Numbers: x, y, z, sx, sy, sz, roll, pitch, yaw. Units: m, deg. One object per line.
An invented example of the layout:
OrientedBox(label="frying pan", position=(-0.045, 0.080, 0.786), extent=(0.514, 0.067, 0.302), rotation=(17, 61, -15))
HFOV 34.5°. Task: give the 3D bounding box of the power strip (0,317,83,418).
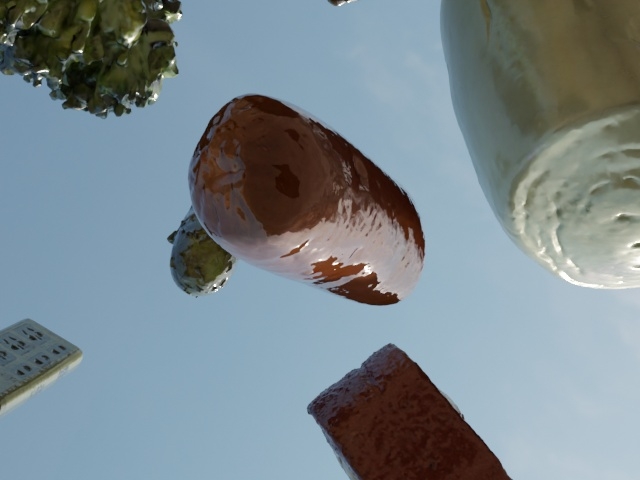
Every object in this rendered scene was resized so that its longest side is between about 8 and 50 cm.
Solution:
OrientedBox(label="power strip", position=(-0.355, 0.145, 1.147), extent=(0.092, 0.034, 0.268), rotation=(31, -168, 5))

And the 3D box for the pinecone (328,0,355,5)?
OrientedBox(label="pinecone", position=(0.019, -0.264, 0.766), extent=(0.179, 0.204, 0.184), rotation=(63, -157, -9))

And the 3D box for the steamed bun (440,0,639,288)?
OrientedBox(label="steamed bun", position=(0.315, -0.137, 1.189), extent=(0.456, 0.290, 0.371), rotation=(29, -135, -46))

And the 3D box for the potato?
OrientedBox(label="potato", position=(-0.153, 0.003, 1.364), extent=(0.090, 0.117, 0.225), rotation=(29, -166, -13))

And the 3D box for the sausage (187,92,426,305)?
OrientedBox(label="sausage", position=(-0.006, -0.024, 0.723), extent=(0.259, 0.113, 0.114), rotation=(27, -130, -62))

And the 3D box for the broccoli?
OrientedBox(label="broccoli", position=(-0.296, -0.288, 1.100), extent=(0.324, 0.272, 0.334), rotation=(-2, -144, -19))

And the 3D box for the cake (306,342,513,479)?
OrientedBox(label="cake", position=(0.108, 0.240, 1.104), extent=(0.150, 0.177, 0.283), rotation=(-31, -122, -10))
